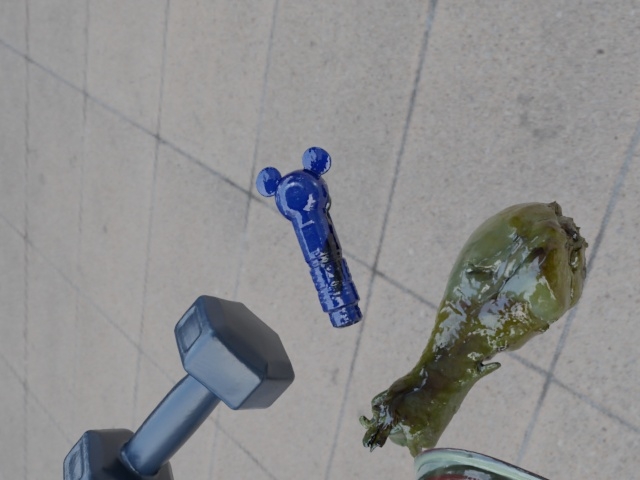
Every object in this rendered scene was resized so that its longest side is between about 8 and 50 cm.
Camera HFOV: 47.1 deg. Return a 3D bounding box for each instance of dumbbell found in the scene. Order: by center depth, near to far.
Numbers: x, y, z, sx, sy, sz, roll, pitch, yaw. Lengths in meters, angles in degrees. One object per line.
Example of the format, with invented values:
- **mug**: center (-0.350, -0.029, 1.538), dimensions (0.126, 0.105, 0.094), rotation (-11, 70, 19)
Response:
- **dumbbell**: center (-0.183, 0.227, 0.934), dimensions (0.160, 0.144, 0.325), rotation (41, 102, -3)

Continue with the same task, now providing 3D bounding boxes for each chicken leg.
- **chicken leg**: center (0.204, 0.113, 0.964), dimensions (0.153, 0.429, 0.201), rotation (46, 165, -21)

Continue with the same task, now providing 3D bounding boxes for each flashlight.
- **flashlight**: center (0.000, 0.000, 0.500), dimensions (0.057, 0.035, 0.121), rotation (-22, 86, 17)

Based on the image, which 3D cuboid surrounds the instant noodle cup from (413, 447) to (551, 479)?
- **instant noodle cup**: center (0.145, 0.311, 0.614), dimensions (0.235, 0.178, 0.235), rotation (27, 151, 17)
